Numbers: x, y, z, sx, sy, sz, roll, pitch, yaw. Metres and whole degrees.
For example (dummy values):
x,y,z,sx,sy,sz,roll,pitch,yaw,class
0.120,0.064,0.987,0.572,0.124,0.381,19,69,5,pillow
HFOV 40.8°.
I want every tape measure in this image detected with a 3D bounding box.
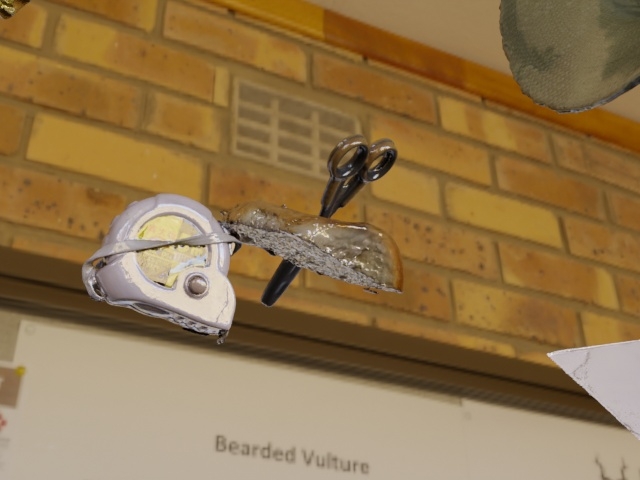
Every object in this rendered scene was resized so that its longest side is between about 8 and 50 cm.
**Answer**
x,y,z,sx,sy,sz,roll,pitch,yaw,class
-0.231,0.029,1.315,0.236,0.197,0.120,20,-18,-17,tape measure

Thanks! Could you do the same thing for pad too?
x,y,z,sx,sy,sz,roll,pitch,yaw,class
0.277,0.109,0.616,0.156,0.232,0.004,-7,-77,-6,pad

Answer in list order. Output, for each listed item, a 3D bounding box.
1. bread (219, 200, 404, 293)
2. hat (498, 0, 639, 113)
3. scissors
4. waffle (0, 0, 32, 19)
x,y,z,sx,sy,sz,roll,pitch,yaw,class
0.000,0.000,0.639,0.126,0.044,0.129,25,-6,-36,bread
0.203,-0.170,0.414,0.130,0.257,0.257,12,-35,-14,hat
-0.003,-0.014,0.859,0.088,0.017,0.220,-1,-47,-51,scissors
-0.338,-0.367,1.105,0.192,0.161,0.046,-29,-60,21,waffle
